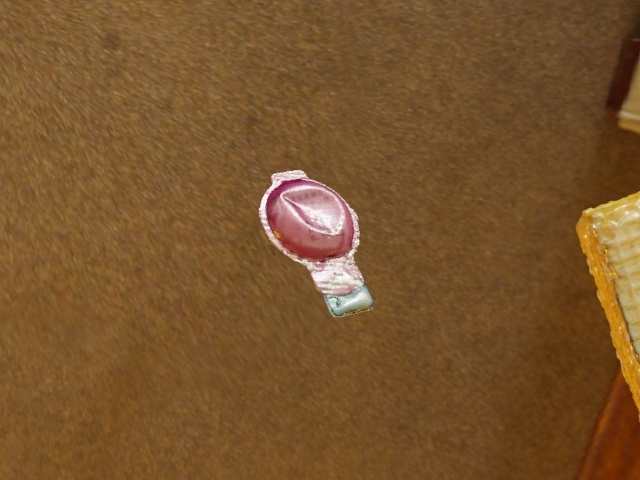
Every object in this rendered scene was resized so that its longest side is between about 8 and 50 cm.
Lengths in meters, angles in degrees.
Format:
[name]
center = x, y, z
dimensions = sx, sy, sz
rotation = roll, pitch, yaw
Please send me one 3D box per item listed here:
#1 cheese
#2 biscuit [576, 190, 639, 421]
[cheese]
center = 0.000, 0.000, 0.862
dimensions = 0.095, 0.038, 0.145
rotation = -12, 64, -31
[biscuit]
center = 0.332, 0.139, 0.913
dimensions = 0.094, 0.054, 0.378
rotation = -20, 94, -4
